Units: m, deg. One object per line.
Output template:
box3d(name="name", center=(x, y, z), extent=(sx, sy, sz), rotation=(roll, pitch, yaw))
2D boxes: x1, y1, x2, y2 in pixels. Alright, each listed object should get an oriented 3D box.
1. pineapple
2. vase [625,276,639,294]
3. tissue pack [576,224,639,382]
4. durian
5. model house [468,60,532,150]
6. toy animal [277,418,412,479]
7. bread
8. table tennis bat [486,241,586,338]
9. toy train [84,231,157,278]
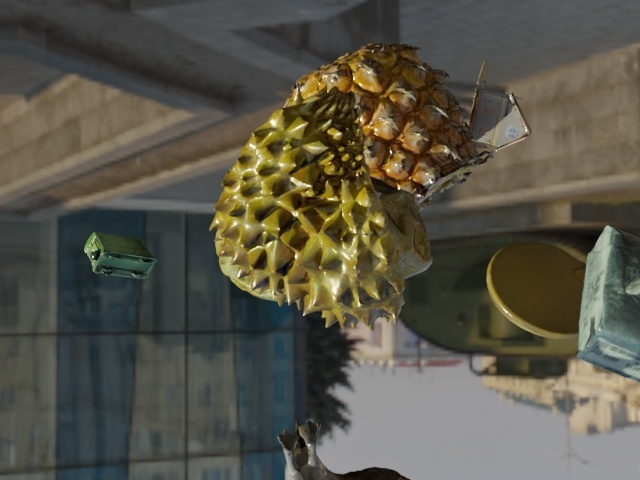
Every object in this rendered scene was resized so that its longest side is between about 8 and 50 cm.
box3d(name="pineapple", center=(0.098, -0.172, 1.803), extent=(0.352, 0.300, 0.352), rotation=(-27, 172, -4))
box3d(name="vase", center=(0.516, 0.126, 1.135), extent=(0.245, 0.291, 0.245), rotation=(-24, 171, -4))
box3d(name="tissue pack", center=(0.558, 0.128, 1.567), extent=(0.316, 0.228, 0.103), rotation=(22, 137, -1))
box3d(name="durian", center=(0.002, -0.013, 0.776), extent=(0.165, 0.132, 0.182), rotation=(28, 151, -8))
box3d(name="model house", center=(0.383, -0.261, 2.148), extent=(0.136, 0.207, 0.219), rotation=(15, -170, 8))
box3d(name="toy animal", center=(-0.008, 0.301, 1.376), extent=(0.272, 0.197, 0.160), rotation=(-13, 141, -1))
box3d(name="bread", center=(0.000, 0.000, 1.240), extent=(0.268, 0.130, 0.152), rotation=(-13, -137, -38))
box3d(name="table tennis bat", center=(0.426, 0.069, 1.749), extent=(0.321, 0.198, 0.050), rotation=(-13, 143, -27))
box3d(name="toy train", center=(-0.263, 0.019, 1.352), extent=(0.093, 0.038, 0.056), rotation=(10, -148, -44))
